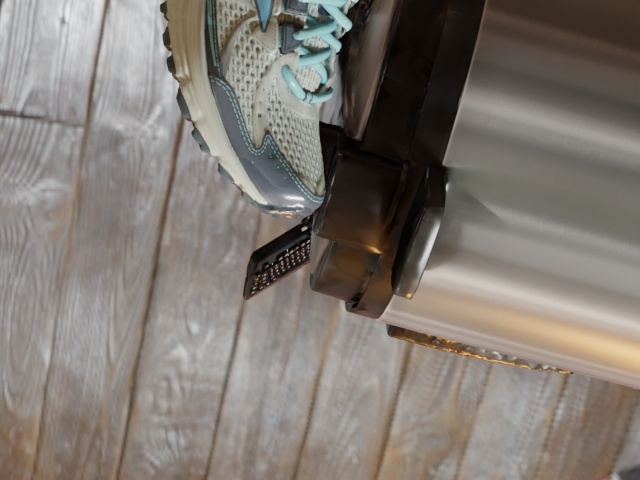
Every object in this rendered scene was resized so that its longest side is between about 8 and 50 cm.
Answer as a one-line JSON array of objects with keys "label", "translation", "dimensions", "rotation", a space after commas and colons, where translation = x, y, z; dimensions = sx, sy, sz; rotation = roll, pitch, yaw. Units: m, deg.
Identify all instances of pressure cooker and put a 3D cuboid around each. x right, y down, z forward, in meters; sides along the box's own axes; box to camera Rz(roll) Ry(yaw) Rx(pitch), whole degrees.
[{"label": "pressure cooker", "translation": [0.156, -0.093, 1.130], "dimensions": [0.420, 0.370, 0.375], "rotation": [15, 80, -4]}]

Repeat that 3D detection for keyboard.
[{"label": "keyboard", "translation": [0.000, 0.000, 1.465], "dimensions": [0.192, 0.038, 0.100], "rotation": [-33, 150, -33]}]

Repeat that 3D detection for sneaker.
[{"label": "sneaker", "translation": [-0.025, -0.155, 0.802], "dimensions": [0.122, 0.110, 0.283], "rotation": [-14, 81, 20]}]
